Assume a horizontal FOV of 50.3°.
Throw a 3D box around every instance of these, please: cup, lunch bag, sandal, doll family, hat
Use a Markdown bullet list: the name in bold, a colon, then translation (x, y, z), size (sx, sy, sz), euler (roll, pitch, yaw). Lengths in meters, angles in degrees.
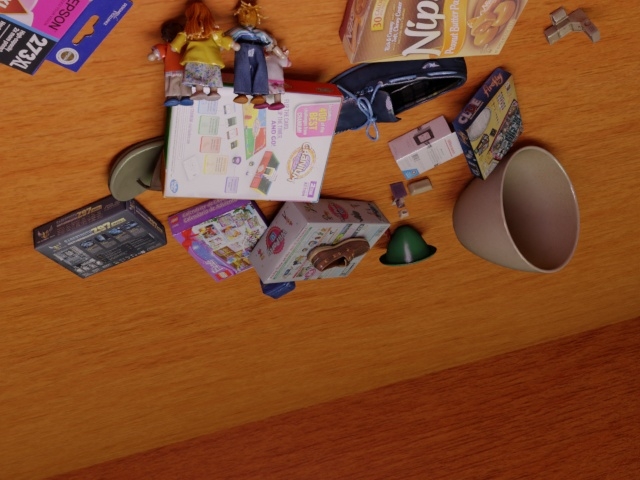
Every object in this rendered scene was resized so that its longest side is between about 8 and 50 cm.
- **cup**: translation (0.499, -0.066, 1.832), size (0.331, 0.330, 0.237), euler (4, 170, -36)
- **lunch bag**: translation (-0.124, 0.121, 1.979), size (0.098, 0.067, 0.065), euler (-32, 150, 19)
- **sandal**: translation (-0.293, -0.154, 1.379), size (0.303, 0.086, 0.120), euler (-23, 151, 6)
- **doll family**: translation (-0.148, -0.313, 1.135), size (0.263, 0.163, 0.118), euler (-3, 179, -28)
- **hat**: translation (0.236, -0.036, 1.974), size (0.173, 0.183, 0.208), euler (-14, -167, 3)

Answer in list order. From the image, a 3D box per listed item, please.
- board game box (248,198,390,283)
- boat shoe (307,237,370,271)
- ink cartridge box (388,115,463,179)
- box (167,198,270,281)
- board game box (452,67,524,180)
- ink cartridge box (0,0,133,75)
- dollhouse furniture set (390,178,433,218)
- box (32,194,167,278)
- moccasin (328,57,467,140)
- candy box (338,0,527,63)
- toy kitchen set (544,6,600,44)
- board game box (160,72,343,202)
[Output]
- **board game box**: translation (0.000, 0.000, 1.750), size (0.303, 0.097, 0.224), euler (-1, 138, -46)
- **boat shoe**: translation (0.053, 0.041, 1.703), size (0.178, 0.060, 0.064), euler (-13, 145, -32)
- **ink cartridge box**: translation (0.264, -0.227, 1.620), size (0.180, 0.060, 0.104), euler (-26, 151, 11)
- **box**: translation (-0.226, -0.009, 1.702), size (0.201, 0.057, 0.293), euler (-23, 151, 2)
- **board game box**: translation (0.394, -0.263, 1.580), size (0.165, 0.042, 0.243), euler (-50, 149, -4)
- **ink cartridge box**: translation (-0.467, -0.348, 0.973), size (0.176, 0.069, 0.371), euler (-37, 149, 28)
- **dollhouse furniture set**: translation (0.245, -0.109, 1.807), size (0.114, 0.091, 0.081), euler (-18, 167, -9)
- **box**: translation (-0.494, -0.008, 1.540), size (0.233, 0.059, 0.183), euler (-23, 151, 8)
- **moccasin**: translation (0.127, -0.293, 1.362), size (0.342, 0.116, 0.138), euler (-27, 150, 16)
- **candy box**: translation (0.207, -0.420, 1.223), size (0.317, 0.087, 0.183), euler (-9, 150, -18)
- **toy kitchen set**: translation (0.513, -0.433, 1.399), size (0.083, 0.075, 0.068), euler (-33, 148, 15)
- **board game box**: translation (-0.136, -0.193, 1.310), size (0.317, 0.064, 0.242), euler (1, 125, -20)
